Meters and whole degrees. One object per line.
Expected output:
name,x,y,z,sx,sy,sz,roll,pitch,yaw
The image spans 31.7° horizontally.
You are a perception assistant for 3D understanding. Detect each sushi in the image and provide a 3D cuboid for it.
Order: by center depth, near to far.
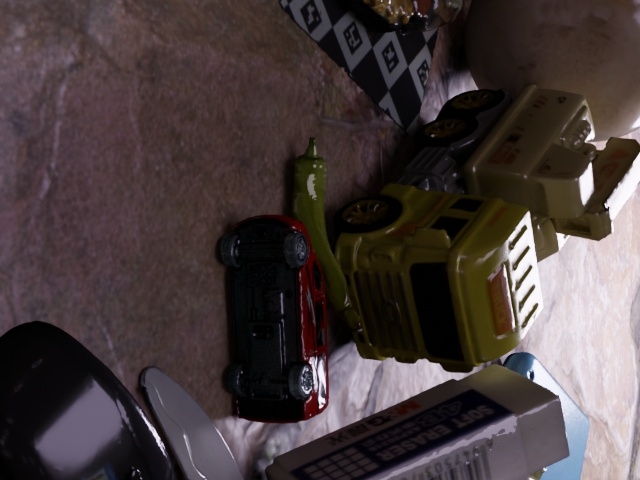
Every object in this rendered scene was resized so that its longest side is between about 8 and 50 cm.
sushi,0.090,-0.308,1.292,0.292,0.059,0.294,40,58,-46

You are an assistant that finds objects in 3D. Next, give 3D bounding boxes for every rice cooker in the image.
rice cooker,-0.185,0.158,0.806,0.118,0.142,0.203,-37,119,-36

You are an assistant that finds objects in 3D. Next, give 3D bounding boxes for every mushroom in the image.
mushroom,0.334,-0.279,1.493,0.290,0.293,0.292,-66,147,-78

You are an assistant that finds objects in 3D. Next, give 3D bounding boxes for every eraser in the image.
eraser,0.096,0.218,1.110,0.279,0.124,0.081,-20,107,-20

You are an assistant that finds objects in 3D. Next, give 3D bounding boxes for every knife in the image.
knife,-0.083,0.253,1.035,0.081,0.043,0.336,-43,121,-54

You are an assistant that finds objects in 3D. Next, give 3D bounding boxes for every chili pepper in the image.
chili pepper,-0.001,0.000,1.133,0.043,0.049,0.208,55,22,-73

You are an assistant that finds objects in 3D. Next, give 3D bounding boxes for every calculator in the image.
calculator,0.307,0.277,1.582,0.293,0.051,0.173,45,54,-44

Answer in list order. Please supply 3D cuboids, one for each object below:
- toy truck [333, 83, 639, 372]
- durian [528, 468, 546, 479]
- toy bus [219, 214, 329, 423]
toy truck,0.192,-0.026,1.268,0.405,0.254,0.180,-45,129,-43
durian,0.159,0.301,1.240,0.306,0.166,0.172,-51,154,-37
toy bus,-0.037,0.072,1.076,0.089,0.081,0.195,-6,94,-65
